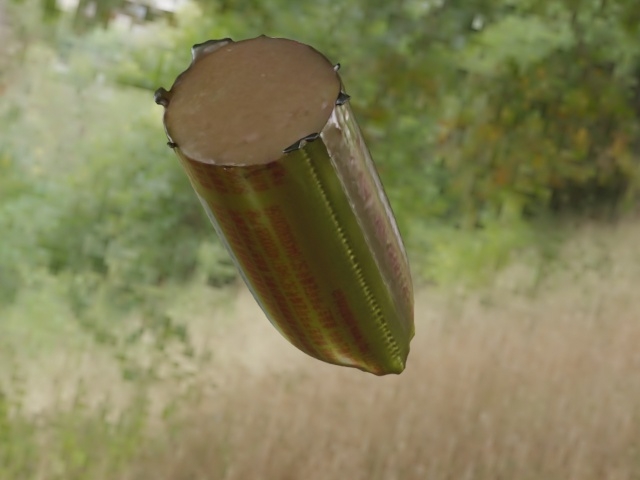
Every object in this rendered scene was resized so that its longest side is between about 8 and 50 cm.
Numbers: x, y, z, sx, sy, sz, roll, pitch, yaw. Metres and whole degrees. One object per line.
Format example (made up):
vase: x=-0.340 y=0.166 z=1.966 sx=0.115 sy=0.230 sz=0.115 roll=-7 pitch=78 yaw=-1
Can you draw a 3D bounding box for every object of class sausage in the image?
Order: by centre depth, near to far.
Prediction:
sausage: x=0.002 y=0.000 z=1.362 sx=0.125 sy=0.117 sz=0.317 roll=14 pitch=-31 yaw=31
